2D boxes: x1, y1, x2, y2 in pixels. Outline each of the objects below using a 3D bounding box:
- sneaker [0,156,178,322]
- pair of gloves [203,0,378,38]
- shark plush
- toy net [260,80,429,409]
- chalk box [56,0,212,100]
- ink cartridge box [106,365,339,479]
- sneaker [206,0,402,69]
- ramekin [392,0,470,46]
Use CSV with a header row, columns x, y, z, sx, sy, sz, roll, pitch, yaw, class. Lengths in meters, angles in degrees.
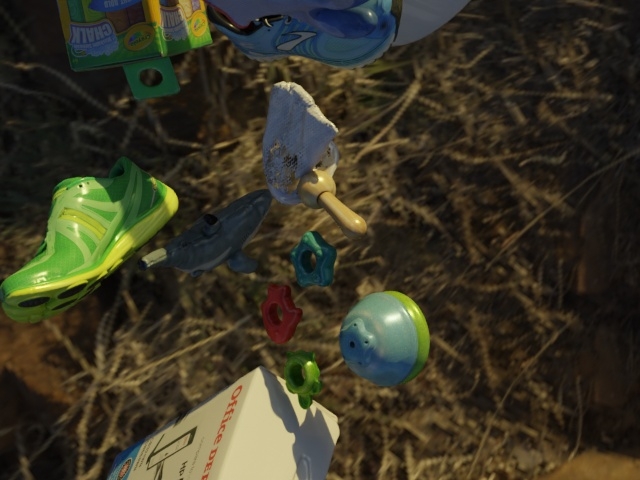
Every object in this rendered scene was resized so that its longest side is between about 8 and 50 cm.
x,y,z,sx,sy,sz,roll,pitch,yaw,class
-0.294,-0.003,1.650,0.123,0.295,0.109,47,132,-2,sneaker
-0.057,-0.170,0.784,0.198,0.159,0.023,35,69,-29,pair of gloves
-0.112,-0.009,1.272,0.073,0.161,0.067,56,132,24,shark plush
0.000,0.000,1.008,0.122,0.045,0.232,-23,78,45,toy net
-0.223,-0.273,1.643,0.132,0.132,0.213,-7,101,24,chalk box
-0.092,0.205,1.057,0.086,0.148,0.203,37,132,-19,ink cartridge box
-0.015,-0.160,0.996,0.162,0.073,0.063,-1,80,35,sneaker
0.050,-0.298,1.159,0.135,0.277,0.277,20,111,-32,ramekin
